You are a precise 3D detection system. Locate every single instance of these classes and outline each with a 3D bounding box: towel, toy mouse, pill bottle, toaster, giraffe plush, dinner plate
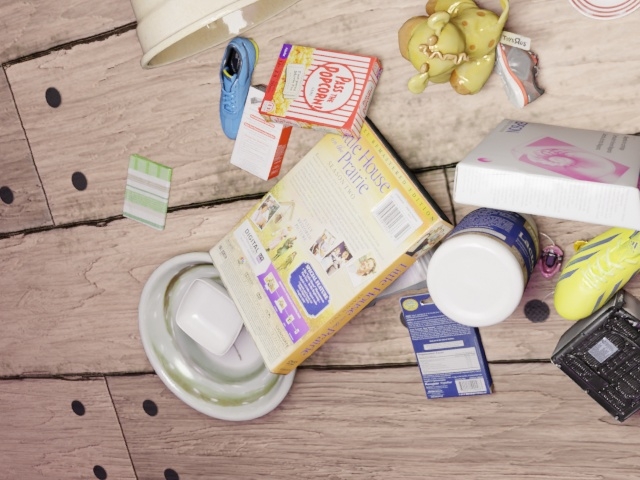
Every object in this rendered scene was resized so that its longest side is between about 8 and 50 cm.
[{"bbox_3d":[-0.388,-0.109,1.648,0.113,0.023,0.152,21,113,15],"label":"towel"},{"bbox_3d":[0.442,0.055,1.306,0.161,0.031,0.143,35,118,11],"label":"toy mouse"},{"bbox_3d":[0.285,0.027,1.236,0.153,0.265,0.153,9,112,22],"label":"pill bottle"},{"bbox_3d":[0.139,0.027,1.384,0.227,0.129,0.146,-22,95,30],"label":"toaster"},{"bbox_3d":[0.524,0.191,1.270,0.168,0.110,0.185,41,120,6],"label":"toaster"},{"bbox_3d":[0.199,-0.312,1.175,0.210,0.170,0.181,13,118,50],"label":"giraffe plush"},{"bbox_3d":[0.453,-0.419,1.144,0.141,0.017,0.141,8,110,22],"label":"dinner plate"}]

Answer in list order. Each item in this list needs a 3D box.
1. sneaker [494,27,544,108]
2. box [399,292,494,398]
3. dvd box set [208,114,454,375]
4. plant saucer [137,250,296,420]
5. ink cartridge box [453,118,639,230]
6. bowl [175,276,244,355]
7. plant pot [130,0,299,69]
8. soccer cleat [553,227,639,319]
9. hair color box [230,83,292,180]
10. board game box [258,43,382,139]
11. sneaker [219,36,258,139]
[{"bbox_3d":[0.329,-0.303,1.231,0.065,0.061,0.158,-23,93,-1],"label":"sneaker"},{"bbox_3d":[0.249,0.202,1.445,0.136,0.036,0.225,-11,104,27],"label":"box"},{"bbox_3d":[0.000,0.000,1.349,0.420,0.062,0.307,-44,56,16],"label":"dvd box set"},{"bbox_3d":[-0.216,0.203,1.627,0.401,0.100,0.400,8,111,23],"label":"plant saucer"},{"bbox_3d":[0.401,-0.106,1.100,0.330,0.324,0.071,10,113,22],"label":"ink cartridge box"},{"bbox_3d":[-0.220,0.154,1.524,0.142,0.053,0.142,36,118,10],"label":"bowl"},{"bbox_3d":[-0.222,-0.501,1.238,0.334,0.334,0.305,-20,102,29],"label":"plant pot"},{"bbox_3d":[0.492,0.021,1.189,0.093,0.121,0.289,46,105,8],"label":"soccer cleat"},{"bbox_3d":[-0.112,-0.216,1.459,0.093,0.053,0.167,27,118,16],"label":"hair color box"},{"bbox_3d":[-0.001,-0.276,1.345,0.194,0.045,0.146,14,79,23],"label":"board game box"},{"bbox_3d":[-0.176,-0.297,1.446,0.069,0.082,0.209,20,116,16],"label":"sneaker"}]
